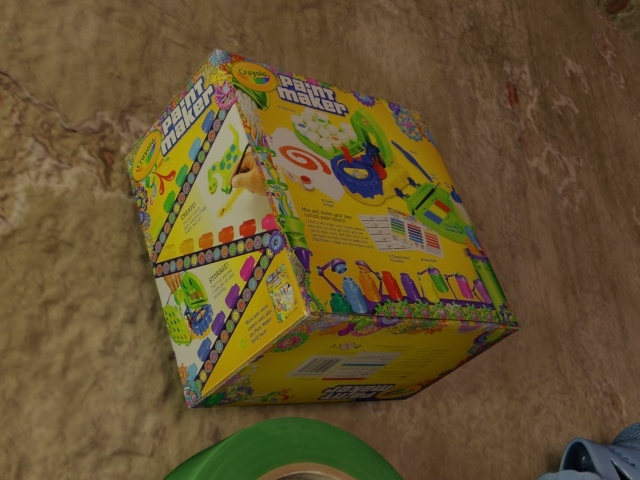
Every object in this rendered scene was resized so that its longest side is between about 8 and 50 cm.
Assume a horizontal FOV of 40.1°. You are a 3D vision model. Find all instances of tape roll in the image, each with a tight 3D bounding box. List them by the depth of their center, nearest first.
[{"bbox_3d":[-0.015,0.314,0.733,0.321,0.077,0.321,27,46,-32],"label":"tape roll"}]

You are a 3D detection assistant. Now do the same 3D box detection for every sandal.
[{"bbox_3d":[0.361,0.301,1.101,0.138,0.126,0.317,55,37,6],"label":"sandal"}]

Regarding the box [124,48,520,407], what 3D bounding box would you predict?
[{"bbox_3d":[0.000,0.000,0.868,0.290,0.177,0.279,8,52,-43],"label":"box"}]
